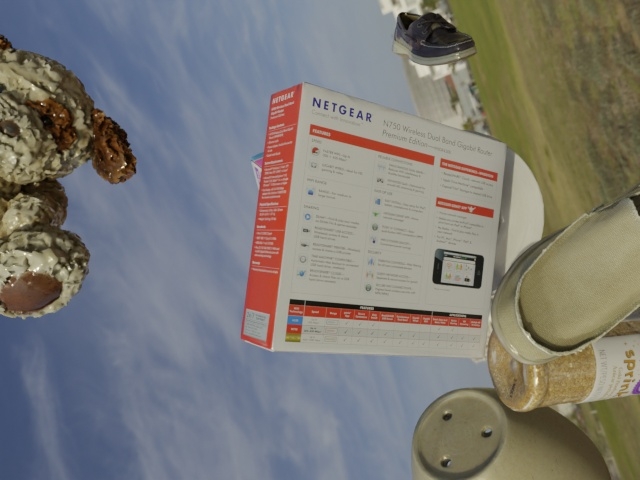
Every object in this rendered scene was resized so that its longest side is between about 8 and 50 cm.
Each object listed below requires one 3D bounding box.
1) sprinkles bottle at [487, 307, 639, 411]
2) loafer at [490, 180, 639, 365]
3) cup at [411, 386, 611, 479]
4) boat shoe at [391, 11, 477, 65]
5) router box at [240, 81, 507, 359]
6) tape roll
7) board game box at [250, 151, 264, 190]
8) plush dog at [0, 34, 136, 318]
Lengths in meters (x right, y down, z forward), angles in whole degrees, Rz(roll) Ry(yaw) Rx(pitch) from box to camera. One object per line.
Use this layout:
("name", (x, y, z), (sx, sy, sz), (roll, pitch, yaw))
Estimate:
("sprinkles bottle", (0.413, 0.155, 0.847), (0.121, 0.355, 0.121), (177, 90, -75))
("loafer", (0.270, 0.011, 0.565), (0.102, 0.268, 0.092), (50, 168, 10))
("cup", (0.283, 0.383, 1.042), (0.237, 0.331, 0.331), (47, -154, -31))
("boat shoe", (0.227, -0.431, 1.296), (0.285, 0.102, 0.092), (-127, 21, -61))
("router box", (0.083, -0.008, 0.788), (0.335, 0.082, 0.301), (9, -94, -32))
("tape roll", (0.216, -0.041, 1.025), (0.100, 0.286, 0.286), (-52, -59, -80))
("board game box", (0.000, 0.000, 1.076), (0.316, 0.064, 0.242), (41, 151, 45))
("plush dog", (-0.319, -0.082, 0.619), (0.262, 0.225, 0.210), (36, 175, -19))
